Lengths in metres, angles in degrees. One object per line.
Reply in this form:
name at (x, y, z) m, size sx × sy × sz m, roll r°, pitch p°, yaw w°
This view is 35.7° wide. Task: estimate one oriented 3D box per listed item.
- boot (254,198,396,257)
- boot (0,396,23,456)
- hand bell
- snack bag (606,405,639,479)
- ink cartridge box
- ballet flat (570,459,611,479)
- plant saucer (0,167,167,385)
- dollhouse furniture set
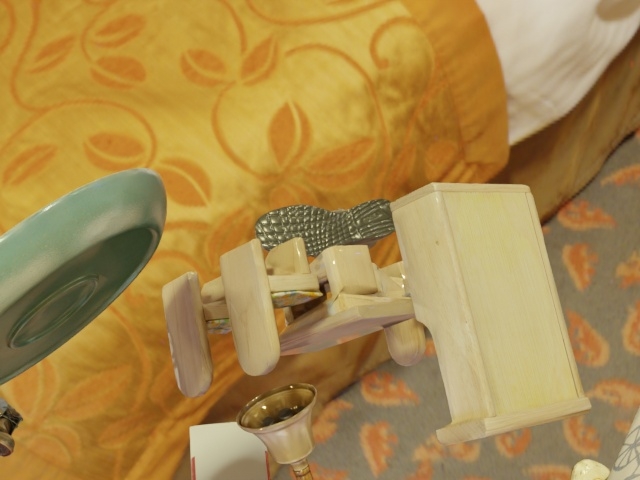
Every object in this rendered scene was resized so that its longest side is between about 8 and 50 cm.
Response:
boot at (0.000, 0.000, 1.621) m, size 0.246 × 0.161 × 0.084 m, roll -7°, pitch 76°, yaw -19°
boot at (-0.654, 0.371, 2.022) m, size 0.219 × 0.082 × 0.106 m, roll -1°, pitch 45°, yaw 51°
hand bell at (-0.024, 0.349, 1.485) m, size 0.126 × 0.242 × 0.126 m, roll -19°, pitch 15°, yaw 5°
snack bag at (0.180, 0.064, 0.344) m, size 0.037 × 0.323 × 0.342 m, roll 34°, pitch 53°, yaw 4°
ink cartridge box at (-0.151, 0.404, 1.665) m, size 0.127 × 0.176 × 0.128 m, roll -5°, pitch 48°, yaw -7°
ballet flat at (0.292, 0.284, 0.940) m, size 0.057 × 0.049 × 0.173 m, roll -29°, pitch 90°, yaw -11°
plant saucer at (-0.260, 0.055, 0.931) m, size 0.317 × 0.317 × 0.044 m, roll -40°, pitch 82°, yaw -9°
dollhouse furniture set at (0.080, 0.119, 1.162) m, size 0.394 × 0.362 × 0.257 m, roll -26°, pitch 71°, yaw 47°
